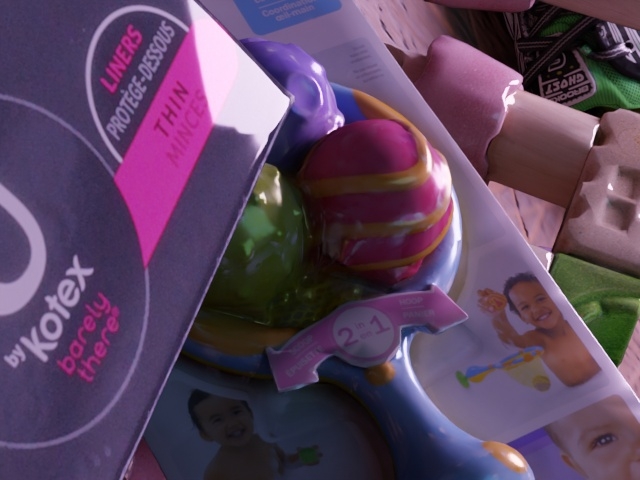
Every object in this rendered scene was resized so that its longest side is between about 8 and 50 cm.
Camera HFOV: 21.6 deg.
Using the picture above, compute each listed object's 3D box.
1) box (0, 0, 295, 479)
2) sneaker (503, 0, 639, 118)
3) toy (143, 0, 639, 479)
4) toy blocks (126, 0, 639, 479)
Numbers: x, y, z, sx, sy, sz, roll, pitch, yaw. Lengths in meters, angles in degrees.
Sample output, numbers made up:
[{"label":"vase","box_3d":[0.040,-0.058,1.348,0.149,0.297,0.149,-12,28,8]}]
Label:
[{"label":"box","box_3d":[-0.166,0.011,0.432,0.143,0.270,0.165,45,49,-28]},{"label":"sneaker","box_3d":[0.158,-0.153,0.954,0.343,0.134,0.146,52,46,-23]},{"label":"toy","box_3d":[0.000,0.000,0.485,0.136,0.056,0.237,-20,63,-22]},{"label":"toy blocks","box_3d":[-0.006,0.026,0.688,0.309,0.260,0.289,95,15,-55]}]
